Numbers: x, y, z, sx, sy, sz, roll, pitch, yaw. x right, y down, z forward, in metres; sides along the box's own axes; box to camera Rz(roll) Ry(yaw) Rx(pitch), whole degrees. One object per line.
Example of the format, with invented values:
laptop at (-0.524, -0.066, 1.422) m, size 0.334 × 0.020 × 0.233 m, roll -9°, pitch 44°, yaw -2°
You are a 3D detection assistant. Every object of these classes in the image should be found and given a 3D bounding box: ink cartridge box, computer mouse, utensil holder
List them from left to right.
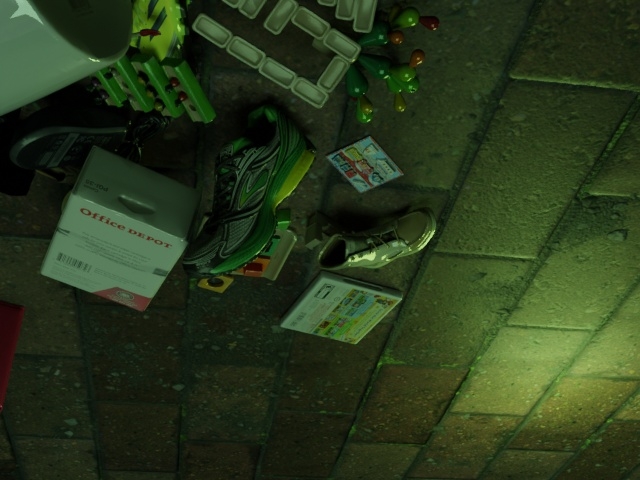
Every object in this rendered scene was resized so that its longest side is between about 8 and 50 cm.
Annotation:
utensil holder at (-0.488, -0.307, 1.112) m, size 0.385 × 0.327 × 0.327 m, roll -19°, pitch 140°, yaw 17°
computer mouse at (-0.404, -0.176, 1.447) m, size 0.188 × 0.072 × 0.272 m, roll -38°, pitch 162°, yaw 34°
ink cartridge box at (-0.352, -0.012, 1.518) m, size 0.207 × 0.117 × 0.283 m, roll 24°, pitch 142°, yaw -15°

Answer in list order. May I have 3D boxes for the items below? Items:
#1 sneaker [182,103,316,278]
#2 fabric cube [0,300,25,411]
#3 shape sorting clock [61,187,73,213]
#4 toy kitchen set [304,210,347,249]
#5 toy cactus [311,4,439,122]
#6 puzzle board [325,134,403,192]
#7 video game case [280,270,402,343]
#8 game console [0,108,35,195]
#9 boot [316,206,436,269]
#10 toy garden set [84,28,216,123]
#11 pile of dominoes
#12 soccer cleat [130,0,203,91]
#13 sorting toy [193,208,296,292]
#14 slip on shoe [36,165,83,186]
sneaker at (-0.143, -0.082, 1.440) m, size 0.134 × 0.343 × 0.146 m, roll -2°, pitch 140°, yaw 41°
fabric cube at (-0.843, 0.277, 1.931) m, size 0.254 × 0.258 × 0.259 m, roll 21°, pitch 138°, yaw -26°
shape sorting clock at (-0.392, -0.034, 1.645) m, size 0.206 × 0.040 × 0.206 m, roll 11°, pitch 139°, yaw 9°
toy kitchen set at (0.000, 0.000, 1.742) m, size 0.083 × 0.075 × 0.068 m, roll 31°, pitch 134°, yaw -30°
toy cactus at (0.078, -0.292, 1.356) m, size 0.180 × 0.112 × 0.219 m, roll 25°, pitch 142°, yaw -3°
puzzle board at (0.084, -0.139, 1.613) m, size 0.096 × 0.011 × 0.128 m, roll -22°, pitch 139°, yaw 25°
video game case at (0.045, 0.159, 2.002) m, size 0.206 × 0.026 × 0.227 m, roll 16°, pitch 139°, yaw -22°
game console at (-0.560, -0.226, 1.419) m, size 0.213 × 0.044 × 0.361 m, roll 21°, pitch 135°, yaw -11°
boot at (0.110, 0.000, 1.702) m, size 0.165 × 0.077 × 0.213 m, roll -2°, pitch 157°, yaw -46°
toy garden set at (-0.298, -0.263, 1.295) m, size 0.244 × 0.049 × 0.204 m, roll 15°, pitch 147°, yaw 36°
pile of dominoes at (-0.049, -0.340, 1.273) m, size 0.251 × 0.040 × 0.196 m, roll 29°, pitch 111°, yaw -23°
soccer cleat at (-0.247, -0.330, 1.277) m, size 0.121 × 0.093 × 0.289 m, roll 4°, pitch 143°, yaw 3°
sorting toy at (-0.166, 0.029, 1.798) m, size 0.196 × 0.047 × 0.347 m, roll 10°, pitch 142°, yaw -16°
slip on shoe at (-0.470, -0.121, 1.588) m, size 0.051 × 0.041 × 0.135 m, roll -25°, pitch 137°, yaw 28°
